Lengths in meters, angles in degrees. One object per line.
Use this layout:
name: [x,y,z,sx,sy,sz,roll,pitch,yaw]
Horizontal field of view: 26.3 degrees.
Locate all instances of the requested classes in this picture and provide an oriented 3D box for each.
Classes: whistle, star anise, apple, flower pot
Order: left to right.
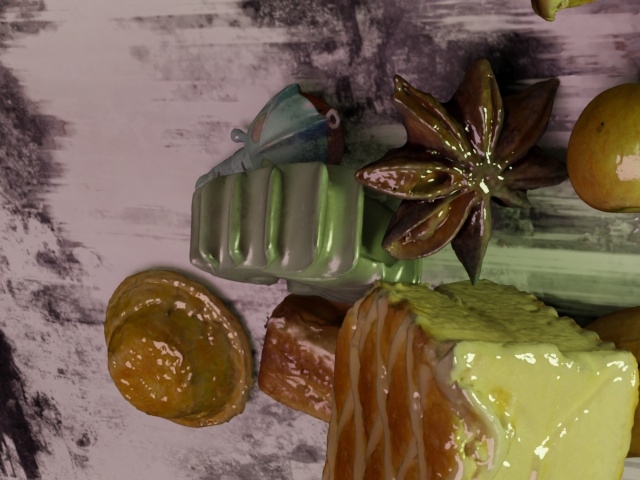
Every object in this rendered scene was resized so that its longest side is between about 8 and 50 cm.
whistle: [-0.073,-0.123,2.021,0.142,0.134,0.346,52,142,-9]
flower pot: [0.000,0.000,1.917,0.254,0.367,0.164,-5,75,31]
star anise: [0.199,-0.092,1.780,0.108,0.315,0.315,-138,31,-60]
apple: [0.393,-0.112,1.678,0.182,0.182,0.155,-2,87,35]

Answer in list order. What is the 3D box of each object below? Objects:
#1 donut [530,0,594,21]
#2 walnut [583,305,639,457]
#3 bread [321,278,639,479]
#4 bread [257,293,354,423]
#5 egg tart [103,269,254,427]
donut: [0.255,-0.412,1.504,0.160,0.330,0.330,-20,109,7]
walnut: [0.465,0.178,1.795,0.336,0.209,0.209,-20,106,35]
bread: [0.190,0.262,1.776,0.371,0.279,0.390,-144,57,-62]
bread: [0.076,0.201,2.104,0.344,0.149,0.195,24,119,21]
egg tart: [-0.261,0.205,2.347,0.319,0.128,0.319,15,125,23]
